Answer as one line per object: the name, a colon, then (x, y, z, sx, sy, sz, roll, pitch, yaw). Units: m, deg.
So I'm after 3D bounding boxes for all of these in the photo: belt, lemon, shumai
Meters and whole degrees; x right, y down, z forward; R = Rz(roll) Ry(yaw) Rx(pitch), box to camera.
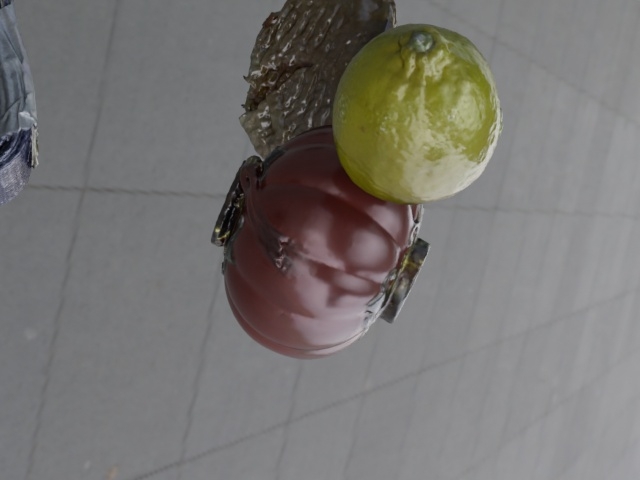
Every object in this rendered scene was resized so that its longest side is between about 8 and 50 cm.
belt: (-0.353, -0.148, 1.224, 0.126, 0.140, 0.230, 120, -46, -69)
lemon: (0.104, -0.140, 1.337, 0.248, 0.184, 0.184, 95, 20, -51)
shumai: (0.036, -0.235, 1.926, 0.283, 0.217, 0.346, 33, 67, -65)

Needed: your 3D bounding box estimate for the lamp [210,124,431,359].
lamp: (0.000, 0.000, 1.548, 0.303, 0.257, 0.303, 24, 90, -90)

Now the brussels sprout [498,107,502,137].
brussels sprout: (0.180, -0.176, 1.821, 0.146, 0.131, 0.183, -19, 135, -25)
